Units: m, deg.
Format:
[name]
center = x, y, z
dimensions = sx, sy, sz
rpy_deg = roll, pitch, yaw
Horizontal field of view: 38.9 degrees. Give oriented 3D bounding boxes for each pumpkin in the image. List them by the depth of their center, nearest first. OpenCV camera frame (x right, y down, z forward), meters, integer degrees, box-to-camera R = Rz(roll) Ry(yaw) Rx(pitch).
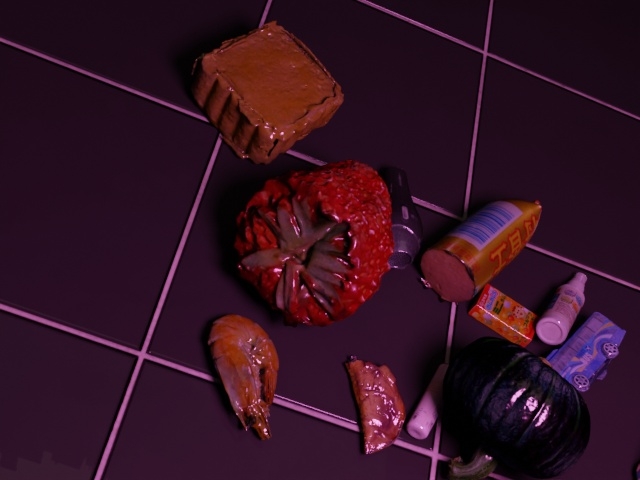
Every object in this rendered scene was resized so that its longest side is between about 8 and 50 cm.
[pumpkin]
center = 0.291, 0.290, 1.437
dimensions = 0.248, 0.248, 0.248
rpy_deg = 11, 55, -16

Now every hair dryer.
[hair dryer]
center = 0.053, -0.066, 1.653
dimensions = 0.271, 0.091, 0.236
rpy_deg = 12, 45, -11

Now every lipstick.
[lipstick]
center = 0.187, 0.267, 1.506
dimensions = 0.040, 0.040, 0.141
rpy_deg = 35, 52, 2

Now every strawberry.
[strawberry]
center = 0.004, -0.002, 1.500
dimensions = 0.261, 0.261, 0.257
rpy_deg = 45, 22, 10

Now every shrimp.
[shrimp]
center = -0.108, 0.208, 1.418
dimensions = 0.115, 0.051, 0.217
rpy_deg = -5, 58, -28

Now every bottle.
[bottle]
center = 0.460, 0.119, 1.694
dimensions = 0.060, 0.060, 0.217
rpy_deg = 41, 39, 7

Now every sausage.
[sausage]
center = 0.317, 0.001, 1.694
dimensions = 0.117, 0.125, 0.317
rpy_deg = 45, 50, 14

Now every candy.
[candy]
center = 0.337, 0.138, 1.656
dimensions = 0.122, 0.038, 0.062
rpy_deg = 33, 51, 1

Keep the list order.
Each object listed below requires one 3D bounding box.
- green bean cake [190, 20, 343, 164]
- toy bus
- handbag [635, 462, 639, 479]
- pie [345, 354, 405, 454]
[green bean cake]
center = -0.102, -0.275, 1.690
dimensions = 0.224, 0.131, 0.230
rpy_deg = -36, 80, -34
[toy bus]
center = 0.458, 0.226, 1.631
dimensions = 0.094, 0.079, 0.236
rpy_deg = 36, 50, 24
[handbag]
center = 0.652, 0.450, 1.483
dimensions = 0.190, 0.193, 0.252
rpy_deg = 13, 55, -20
[pie]
center = 0.093, 0.261, 1.475
dimensions = 0.092, 0.034, 0.170
rpy_deg = -4, 59, -20
